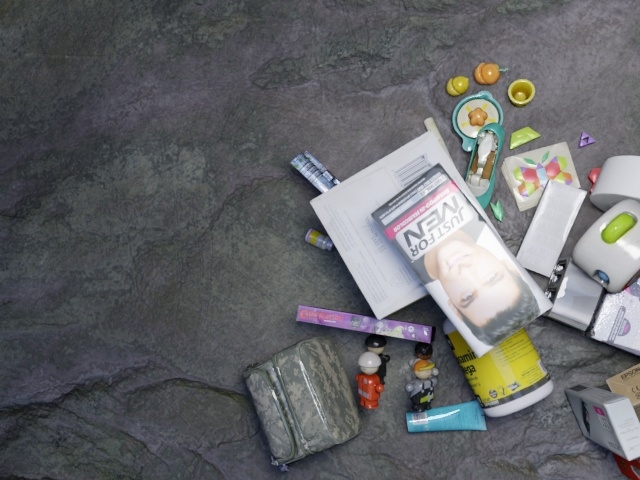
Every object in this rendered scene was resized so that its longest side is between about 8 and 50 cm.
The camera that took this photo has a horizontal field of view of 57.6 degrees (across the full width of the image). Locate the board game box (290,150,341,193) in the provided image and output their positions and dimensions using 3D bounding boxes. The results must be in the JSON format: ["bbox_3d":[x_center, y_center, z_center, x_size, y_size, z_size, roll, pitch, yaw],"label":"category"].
[{"bbox_3d":[0.012,-0.171,1.671,0.194,0.194,0.060,43,96,1],"label":"board game box"}]

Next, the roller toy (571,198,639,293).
[{"bbox_3d":[0.684,0.018,1.307,0.146,0.209,0.191,48,137,27],"label":"roller toy"}]

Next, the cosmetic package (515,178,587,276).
[{"bbox_3d":[0.600,-0.033,1.533,0.099,0.060,0.239,23,99,11],"label":"cosmetic package"}]

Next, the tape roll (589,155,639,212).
[{"bbox_3d":[0.806,-0.102,1.393,0.286,0.286,0.100,21,89,16],"label":"tape roll"}]

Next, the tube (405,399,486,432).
[{"bbox_3d":[0.336,0.479,1.567,0.207,0.052,0.080,-8,86,8],"label":"tube"}]

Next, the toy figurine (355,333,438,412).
[{"bbox_3d":[0.202,0.340,1.529,0.210,0.213,0.148,2,99,14],"label":"toy figurine"}]

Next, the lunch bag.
[{"bbox_3d":[-0.062,0.447,1.596,0.256,0.213,0.305,-29,76,26],"label":"lunch bag"}]

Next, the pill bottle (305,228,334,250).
[{"bbox_3d":[0.000,0.000,1.707,0.083,0.043,0.043,26,90,15],"label":"pill bottle"}]

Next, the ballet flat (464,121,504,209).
[{"bbox_3d":[0.429,-0.195,1.564,0.083,0.087,0.247,19,108,29],"label":"ballet flat"}]

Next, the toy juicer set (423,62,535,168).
[{"bbox_3d":[0.409,-0.362,1.623,0.329,0.089,0.209,-44,76,6],"label":"toy juicer set"}]

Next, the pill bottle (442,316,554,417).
[{"bbox_3d":[0.432,0.262,1.493,0.188,0.188,0.333,-28,77,10],"label":"pill bottle"}]

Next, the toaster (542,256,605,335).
[{"bbox_3d":[0.634,0.136,1.458,0.110,0.186,0.168,20,89,9],"label":"toaster"}]

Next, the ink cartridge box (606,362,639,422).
[{"bbox_3d":[0.822,0.339,1.356,0.235,0.193,0.088,-35,40,21],"label":"ink cartridge box"}]

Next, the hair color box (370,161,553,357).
[{"bbox_3d":[0.295,0.040,1.249,0.185,0.113,0.374,-38,80,7],"label":"hair color box"}]

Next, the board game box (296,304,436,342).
[{"bbox_3d":[0.130,0.223,1.564,0.347,0.208,0.056,8,88,15],"label":"board game box"}]

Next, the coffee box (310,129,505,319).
[{"bbox_3d":[0.231,-0.023,1.499,0.338,0.334,0.337,-31,79,9],"label":"coffee box"}]

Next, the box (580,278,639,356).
[{"bbox_3d":[0.775,0.152,1.442,0.163,0.142,0.247,21,89,15],"label":"box"}]

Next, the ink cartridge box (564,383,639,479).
[{"bbox_3d":[0.684,0.468,1.358,0.060,0.275,0.238,-20,81,2],"label":"ink cartridge box"}]

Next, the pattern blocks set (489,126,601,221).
[{"bbox_3d":[0.602,-0.176,1.585,0.325,0.026,0.285,-30,77,9],"label":"pattern blocks set"}]
